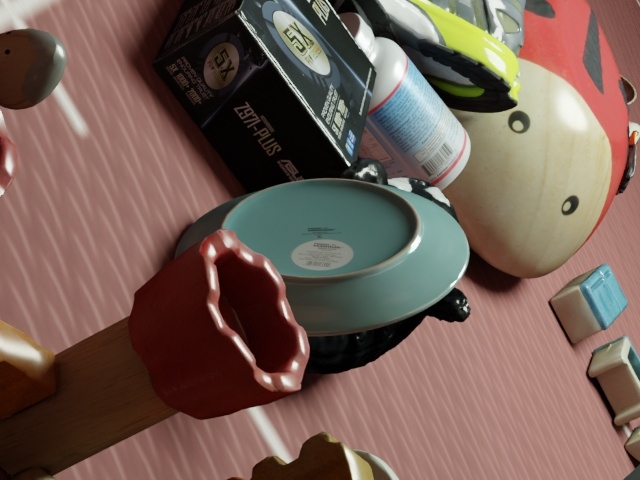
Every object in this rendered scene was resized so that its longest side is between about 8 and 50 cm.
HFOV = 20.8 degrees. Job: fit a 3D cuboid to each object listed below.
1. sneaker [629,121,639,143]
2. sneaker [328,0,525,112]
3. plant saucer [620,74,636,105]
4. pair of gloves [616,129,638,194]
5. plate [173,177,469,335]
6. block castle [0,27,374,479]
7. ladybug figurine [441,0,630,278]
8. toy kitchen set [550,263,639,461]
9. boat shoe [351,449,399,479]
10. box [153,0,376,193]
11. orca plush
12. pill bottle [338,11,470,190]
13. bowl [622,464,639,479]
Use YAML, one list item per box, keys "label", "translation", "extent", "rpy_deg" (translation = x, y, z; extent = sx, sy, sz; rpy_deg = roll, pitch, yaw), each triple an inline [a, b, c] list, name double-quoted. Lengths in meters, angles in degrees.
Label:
- label: "sneaker"
  translation: [0.292, -0.111, 2.025]
  extent: [0.118, 0.107, 0.279]
  rpy_deg: [42, 19, 0]
- label: "sneaker"
  translation: [0.057, -0.225, 1.488]
  extent: [0.300, 0.111, 0.121]
  rpy_deg: [32, 61, -27]
- label: "plant saucer"
  translation: [0.277, -0.176, 2.006]
  extent: [0.169, 0.029, 0.168]
  rpy_deg: [10, 27, -5]
- label: "pair of gloves"
  translation: [0.302, -0.065, 1.778]
  extent: [0.010, 0.083, 0.074]
  rpy_deg: [22, 57, -9]
- label: "plate"
  translation: [0.000, 0.000, 1.101]
  extent: [0.188, 0.188, 0.024]
  rpy_deg: [-76, 166, -59]
- label: "block castle"
  translation: [-0.090, 0.160, 0.657]
  extent: [0.303, 0.213, 0.453]
  rpy_deg: [37, 32, -47]
- label: "ladybug figurine"
  translation: [0.200, -0.145, 1.732]
  extent: [0.305, 0.162, 0.449]
  rpy_deg: [53, 23, -23]
- label: "toy kitchen set"
  translation: [0.367, 0.107, 1.802]
  extent: [0.207, 0.166, 0.122]
  rpy_deg: [62, 22, 0]
- label: "boat shoe"
  translation: [0.044, 0.242, 1.062]
  extent: [0.081, 0.079, 0.227]
  rpy_deg: [35, 38, -66]
- label: "box"
  translation: [-0.036, -0.130, 1.301]
  extent: [0.147, 0.078, 0.180]
  rpy_deg: [53, 23, -20]
- label: "orca plush"
  translation: [0.053, 0.025, 1.206]
  extent: [0.287, 0.102, 0.151]
  rpy_deg: [-16, 114, -68]
- label: "pill bottle"
  translation: [0.051, -0.113, 1.462]
  extent: [0.160, 0.087, 0.087]
  rpy_deg: [48, 25, -32]
- label: "bowl"
  translation: [0.251, 0.324, 1.293]
  extent: [0.311, 0.163, 0.311]
  rpy_deg: [48, 26, -33]
